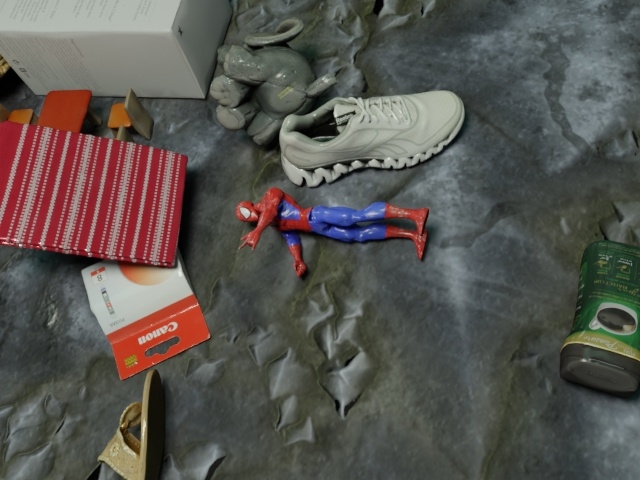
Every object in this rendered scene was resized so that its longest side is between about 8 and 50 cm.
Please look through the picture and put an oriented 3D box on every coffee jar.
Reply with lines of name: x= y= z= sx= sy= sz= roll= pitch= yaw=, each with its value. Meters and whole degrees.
coffee jar: x=0.360 y=0.097 z=0.828 sx=0.096 sy=0.079 sz=0.184 roll=17 pitch=66 yaw=15

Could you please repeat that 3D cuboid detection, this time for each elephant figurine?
elephant figurine: x=-0.080 y=-0.280 z=1.072 sx=0.186 sy=0.169 sz=0.239 roll=25 pitch=37 yaw=-12

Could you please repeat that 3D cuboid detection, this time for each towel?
towel: x=-0.339 y=-0.066 z=0.963 sx=0.275 sy=0.031 sz=0.198 roll=9 pitch=63 yaw=-16

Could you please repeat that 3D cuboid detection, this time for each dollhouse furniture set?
dollhouse furniture set: x=-0.433 y=-0.139 z=1.070 sx=0.262 sy=0.135 sz=0.259 roll=-1 pitch=63 yaw=10

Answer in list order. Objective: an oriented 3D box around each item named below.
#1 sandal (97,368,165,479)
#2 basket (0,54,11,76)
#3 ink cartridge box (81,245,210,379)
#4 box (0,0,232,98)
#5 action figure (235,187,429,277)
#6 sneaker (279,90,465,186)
sandal: x=-0.242 y=0.284 z=0.840 sx=0.079 sy=0.088 sz=0.240 roll=-9 pitch=66 yaw=-1
basket: x=-0.683 y=-0.372 z=1.218 sx=0.223 sy=0.213 sz=0.299 roll=-27 pitch=48 yaw=28
ink cartridge box: x=-0.257 y=0.090 z=0.970 sx=0.145 sy=0.045 sz=0.179 roll=-25 pitch=58 yaw=-2
box: x=-0.360 y=-0.386 z=1.169 sx=0.346 sy=0.168 sz=0.214 roll=5 pitch=63 yaw=14
action figure: x=0.000 y=0.000 z=0.938 sx=0.281 sy=0.091 sz=0.139 roll=10 pitch=54 yaw=16
sneaker: x=0.077 y=-0.169 z=1.002 sx=0.292 sy=0.118 sz=0.110 roll=-17 pitch=59 yaw=0
